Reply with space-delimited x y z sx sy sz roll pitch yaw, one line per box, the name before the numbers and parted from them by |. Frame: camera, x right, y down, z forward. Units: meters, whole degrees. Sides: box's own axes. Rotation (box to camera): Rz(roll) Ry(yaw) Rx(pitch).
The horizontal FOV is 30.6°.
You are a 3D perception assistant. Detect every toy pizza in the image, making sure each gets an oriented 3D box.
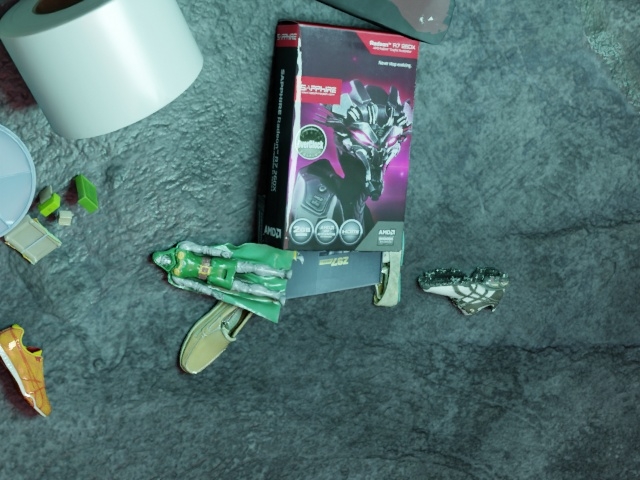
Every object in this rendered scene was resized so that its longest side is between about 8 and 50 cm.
toy pizza | -0.529 -0.089 1.750 0.201 0.032 0.201 -9 113 -21

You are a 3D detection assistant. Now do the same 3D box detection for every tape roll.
tape roll | -0.310 -0.280 1.660 0.246 0.246 0.169 -33 122 -12

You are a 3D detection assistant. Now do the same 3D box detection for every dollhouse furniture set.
dollhouse furniture set | -0.422 -0.039 1.834 0.151 0.058 0.076 -34 132 11

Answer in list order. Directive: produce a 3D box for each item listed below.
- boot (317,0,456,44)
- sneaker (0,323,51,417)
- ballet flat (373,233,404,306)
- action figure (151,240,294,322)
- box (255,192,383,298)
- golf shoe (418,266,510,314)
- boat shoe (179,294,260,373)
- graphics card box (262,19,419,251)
boot | 0.050 -0.530 1.760 0.445 0.146 0.367 19 113 -19
sneaker | -0.469 0.214 1.892 0.067 0.064 0.175 -33 125 -24
ballet flat | 0.122 0.047 2.137 0.052 0.057 0.168 -5 113 -15
action figure | -0.167 0.053 1.953 0.232 0.063 0.137 12 94 -8
box | 0.000 0.000 2.049 0.232 0.059 0.183 -7 114 -25
golf shoe | 0.271 0.102 2.225 0.198 0.077 0.094 1 110 -27
boat shoe | -0.173 0.156 2.015 0.068 0.072 0.190 33 93 -33
graphics card box | 0.033 -0.167 1.936 0.232 0.094 0.371 2 98 -28
